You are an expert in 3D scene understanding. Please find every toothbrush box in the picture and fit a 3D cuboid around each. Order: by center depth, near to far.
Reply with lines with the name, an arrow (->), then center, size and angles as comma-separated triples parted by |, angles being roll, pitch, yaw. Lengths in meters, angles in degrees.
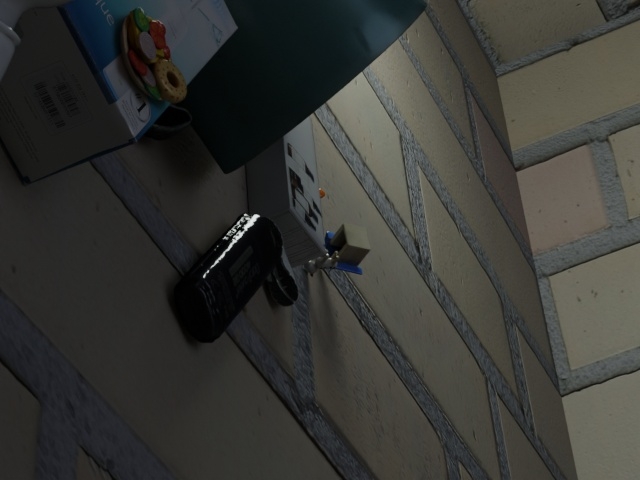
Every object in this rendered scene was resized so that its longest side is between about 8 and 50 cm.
toothbrush box -> -0.213, -0.217, 1.571 | 0.216, 0.126, 0.295 | 64, 24, -17

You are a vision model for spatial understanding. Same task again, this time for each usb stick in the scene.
usb stick -> -0.097, 0.036, 1.841 | 0.278, 0.045, 0.077 | -55, 129, -71

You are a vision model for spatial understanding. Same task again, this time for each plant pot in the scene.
plant pot -> -0.069, -0.256, 1.904 | 0.235, 0.293, 0.293 | 50, 19, -8

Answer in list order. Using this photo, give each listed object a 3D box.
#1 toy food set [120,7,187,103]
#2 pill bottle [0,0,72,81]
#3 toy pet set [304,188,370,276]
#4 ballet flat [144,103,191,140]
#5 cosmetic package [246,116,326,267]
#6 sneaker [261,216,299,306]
toy food set -> -0.146, -0.159, 1.492 | 0.082, 0.020, 0.083 | 13, 64, -64
pill bottle -> -0.222, -0.315, 1.227 | 0.407, 0.229, 0.229 | -64, 153, -5
toy pet set -> 0.000, 0.000, 2.222 | 0.114, 0.065, 0.122 | 13, 45, -28
ballet flat -> -0.189, -0.142, 1.750 | 0.173, 0.049, 0.057 | 21, 52, -65
cosmetic package -> -0.045, -0.088, 2.140 | 0.099, 0.060, 0.239 | 54, 21, -44
sneaker -> -0.055, 0.026, 2.018 | 0.044, 0.040, 0.109 | 81, -8, -88
